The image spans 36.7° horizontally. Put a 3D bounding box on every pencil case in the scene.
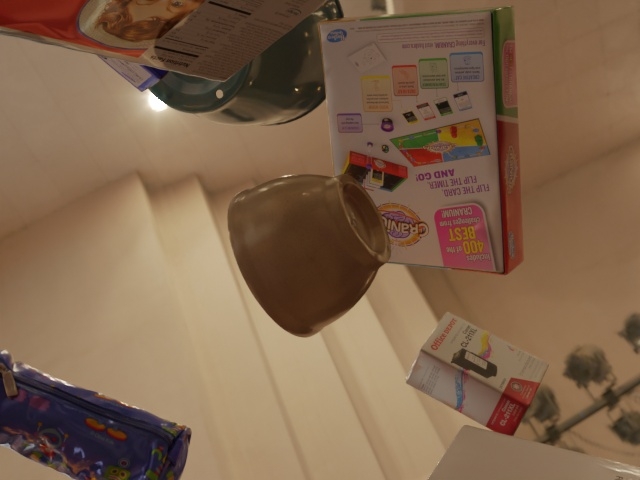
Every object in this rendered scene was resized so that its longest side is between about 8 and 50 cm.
[{"bbox_3d":[-0.320,0.242,1.249,0.306,0.119,0.133,23,-43,0],"label":"pencil case"}]

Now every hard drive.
[{"bbox_3d":[0.280,0.325,1.156,0.203,0.307,0.040,-41,-48,-50],"label":"hard drive"}]

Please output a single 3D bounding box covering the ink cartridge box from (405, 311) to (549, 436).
[{"bbox_3d":[0.232,0.197,1.431,0.175,0.127,0.072,27,-57,13],"label":"ink cartridge box"}]

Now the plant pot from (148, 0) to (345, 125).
[{"bbox_3d":[-0.129,-0.285,1.387,0.272,0.255,0.271,5,-75,19],"label":"plant pot"}]

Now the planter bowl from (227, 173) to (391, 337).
[{"bbox_3d":[0.000,0.000,0.945,0.109,0.162,0.162,-28,-45,23],"label":"planter bowl"}]

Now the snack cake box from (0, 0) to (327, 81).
[{"bbox_3d":[-0.111,-0.198,0.642,0.152,0.089,0.264,-31,-17,29],"label":"snack cake box"}]

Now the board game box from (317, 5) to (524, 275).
[{"bbox_3d":[0.126,-0.124,1.210,0.064,0.242,0.316,-26,-64,-52],"label":"board game box"}]

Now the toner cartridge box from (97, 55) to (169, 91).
[{"bbox_3d":[-0.147,-0.346,1.039,0.165,0.075,0.348,41,-110,-20],"label":"toner cartridge box"}]
